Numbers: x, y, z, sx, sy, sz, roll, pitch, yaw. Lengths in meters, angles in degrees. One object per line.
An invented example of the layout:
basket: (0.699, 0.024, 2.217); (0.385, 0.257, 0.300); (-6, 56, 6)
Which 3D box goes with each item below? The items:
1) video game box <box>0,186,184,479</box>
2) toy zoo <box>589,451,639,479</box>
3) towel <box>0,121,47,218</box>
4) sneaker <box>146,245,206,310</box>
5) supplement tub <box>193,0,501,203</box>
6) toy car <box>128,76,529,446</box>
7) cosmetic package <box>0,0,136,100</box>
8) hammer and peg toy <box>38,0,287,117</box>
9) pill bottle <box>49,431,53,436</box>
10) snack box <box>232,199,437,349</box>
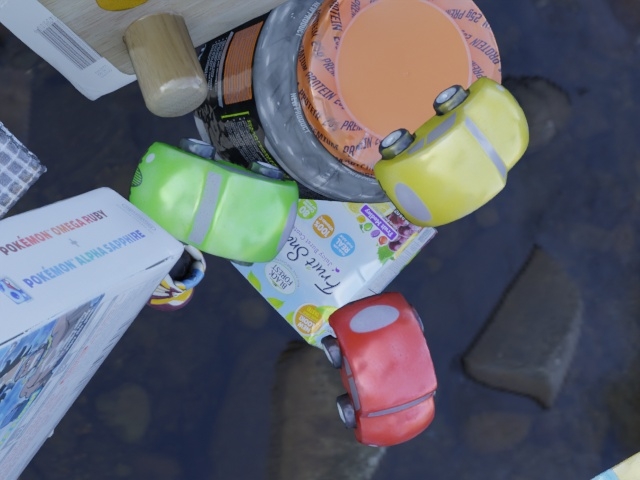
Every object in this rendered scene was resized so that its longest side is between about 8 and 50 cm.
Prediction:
video game box: (-0.146, 0.083, 0.449); (0.048, 0.205, 0.187); (38, 15, 2)
toy zoo: (0.265, 0.198, 1.137); (0.030, 0.192, 0.293); (60, 15, 15)
towel: (-0.488, -0.092, 1.519); (0.284, 0.121, 0.235); (42, 89, -20)
sneaker: (-0.160, 0.038, 1.463); (0.069, 0.084, 0.185); (-50, 154, -15)
supplement tub: (0.015, -0.128, 1.122); (0.194, 0.316, 0.193); (-1, 94, -18)
toy car: (0.000, 0.000, 0.786); (0.225, 0.053, 0.239); (16, 99, -18)
cosmetic package: (-0.145, -0.344, 1.426); (0.156, 0.217, 0.385); (43, 68, -18)
hammer and peg toy: (0.005, -0.209, 0.678); (0.127, 0.361, 0.266); (69, 10, 22)
pill bottle: (-0.453, 0.169, 1.545); (0.283, 0.160, 0.160); (-2, 79, -18)
snack box: (0.010, 0.002, 1.670); (0.207, 0.070, 0.174); (-48, 68, 4)
